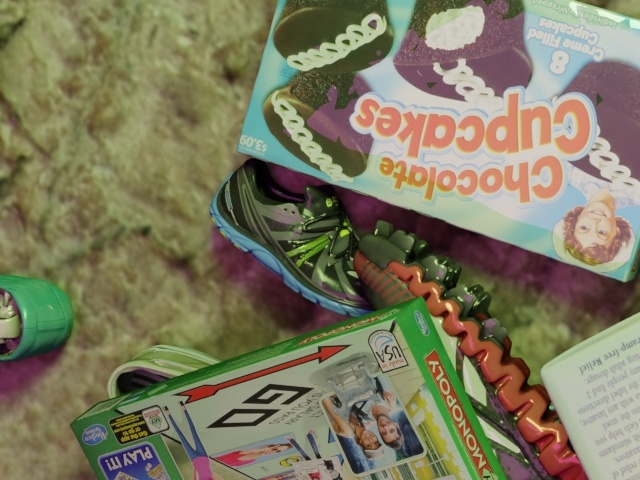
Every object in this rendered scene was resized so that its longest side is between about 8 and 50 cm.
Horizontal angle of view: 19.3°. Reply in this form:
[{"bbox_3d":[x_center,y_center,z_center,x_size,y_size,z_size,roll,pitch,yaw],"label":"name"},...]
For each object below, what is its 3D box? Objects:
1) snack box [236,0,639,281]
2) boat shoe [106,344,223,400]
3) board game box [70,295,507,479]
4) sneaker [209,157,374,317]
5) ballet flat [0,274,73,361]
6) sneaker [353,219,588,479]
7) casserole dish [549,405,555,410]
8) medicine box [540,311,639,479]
[{"bbox_3d":[0.112,-0.107,1.422,0.322,0.060,0.187,19,99,17],"label":"snack box"},{"bbox_3d":[-0.030,0.164,1.468,0.302,0.094,0.109,17,98,17],"label":"boat shoe"},{"bbox_3d":[-0.016,0.182,1.373,0.317,0.046,0.214,-21,99,35],"label":"board game box"},{"bbox_3d":[0.000,0.000,1.463,0.188,0.067,0.078,34,106,16],"label":"sneaker"},{"bbox_3d":[-0.329,0.058,1.567,0.247,0.087,0.083,2,94,19],"label":"ballet flat"},{"bbox_3d":[0.099,0.116,1.379,0.135,0.097,0.276,-41,81,11],"label":"sneaker"},{"bbox_3d":[0.197,0.208,1.425,0.114,0.037,0.188,-32,84,17],"label":"casserole dish"},{"bbox_3d":[0.299,0.178,1.256,0.149,0.263,0.289,-29,78,17],"label":"medicine box"}]
